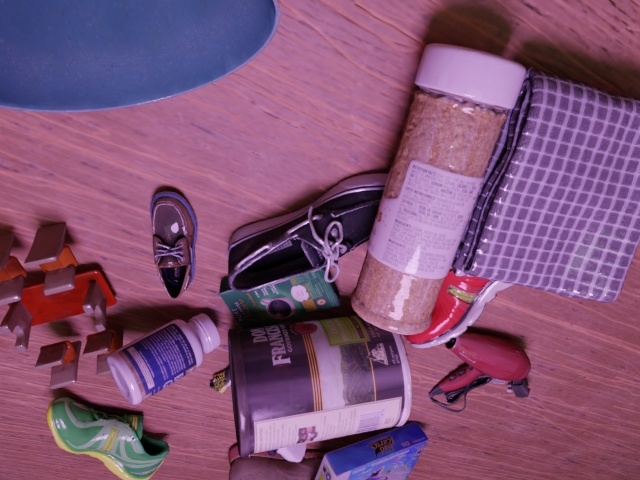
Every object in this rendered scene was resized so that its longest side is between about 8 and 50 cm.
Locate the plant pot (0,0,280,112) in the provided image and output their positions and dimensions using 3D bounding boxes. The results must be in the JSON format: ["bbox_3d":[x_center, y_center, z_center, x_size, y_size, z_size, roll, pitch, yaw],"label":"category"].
[{"bbox_3d":[-0.201,-0.255,0.399,0.290,0.290,0.196,-16,92,7],"label":"plant pot"}]

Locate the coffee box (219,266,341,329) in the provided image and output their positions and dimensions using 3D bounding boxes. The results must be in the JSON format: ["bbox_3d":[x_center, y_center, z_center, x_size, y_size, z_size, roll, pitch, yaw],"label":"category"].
[{"bbox_3d":[-0.069,0.090,0.802,0.184,0.040,0.113,-18,129,8],"label":"coffee box"}]

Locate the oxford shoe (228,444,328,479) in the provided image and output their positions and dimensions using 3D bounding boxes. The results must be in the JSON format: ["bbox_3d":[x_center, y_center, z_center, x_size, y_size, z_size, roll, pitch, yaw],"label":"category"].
[{"bbox_3d":[-0.064,0.604,1.153,0.347,0.130,0.123,14,125,-16],"label":"oxford shoe"}]

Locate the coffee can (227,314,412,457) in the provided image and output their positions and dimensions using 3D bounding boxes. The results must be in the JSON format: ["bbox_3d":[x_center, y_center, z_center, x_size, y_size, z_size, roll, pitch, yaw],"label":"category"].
[{"bbox_3d":[-0.011,0.237,0.796,0.275,0.202,0.202,-4,129,-15],"label":"coffee can"}]

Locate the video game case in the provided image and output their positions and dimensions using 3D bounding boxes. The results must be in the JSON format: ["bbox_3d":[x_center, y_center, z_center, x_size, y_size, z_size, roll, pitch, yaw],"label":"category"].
[{"bbox_3d":[0.106,0.567,1.110,0.269,0.061,0.245,-5,127,-30],"label":"video game case"}]

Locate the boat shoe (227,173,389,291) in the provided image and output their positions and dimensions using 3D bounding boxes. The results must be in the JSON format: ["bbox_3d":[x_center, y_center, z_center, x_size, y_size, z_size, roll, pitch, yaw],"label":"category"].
[{"bbox_3d":[-0.002,-0.003,0.693,0.306,0.105,0.113,-16,128,7],"label":"boat shoe"}]

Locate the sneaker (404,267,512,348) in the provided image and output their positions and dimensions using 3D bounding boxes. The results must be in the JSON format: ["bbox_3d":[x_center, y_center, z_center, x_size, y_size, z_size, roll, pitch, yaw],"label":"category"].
[{"bbox_3d":[0.227,0.063,0.782,0.118,0.107,0.279,35,108,-22],"label":"sneaker"}]

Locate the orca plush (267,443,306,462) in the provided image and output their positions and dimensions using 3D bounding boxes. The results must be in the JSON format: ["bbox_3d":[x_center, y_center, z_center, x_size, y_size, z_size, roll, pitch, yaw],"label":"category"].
[{"bbox_3d":[-0.113,0.353,0.972,0.102,0.151,0.287,5,139,32],"label":"orca plush"}]

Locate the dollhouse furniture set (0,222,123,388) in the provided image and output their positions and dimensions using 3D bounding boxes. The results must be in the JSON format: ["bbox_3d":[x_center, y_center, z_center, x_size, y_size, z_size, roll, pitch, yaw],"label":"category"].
[{"bbox_3d":[-0.474,0.109,0.750,0.258,0.135,0.262,-14,129,-9],"label":"dollhouse furniture set"}]

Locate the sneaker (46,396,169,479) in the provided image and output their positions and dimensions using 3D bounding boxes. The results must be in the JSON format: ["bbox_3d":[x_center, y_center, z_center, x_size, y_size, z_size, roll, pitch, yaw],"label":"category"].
[{"bbox_3d":[-0.448,0.407,0.996,0.123,0.109,0.296,-41,122,-3],"label":"sneaker"}]

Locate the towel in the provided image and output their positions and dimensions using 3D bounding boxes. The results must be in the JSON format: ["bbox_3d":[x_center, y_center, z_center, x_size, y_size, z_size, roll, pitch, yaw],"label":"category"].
[{"bbox_3d":[0.318,-0.060,0.623,0.234,0.121,0.284,9,106,-14],"label":"towel"}]

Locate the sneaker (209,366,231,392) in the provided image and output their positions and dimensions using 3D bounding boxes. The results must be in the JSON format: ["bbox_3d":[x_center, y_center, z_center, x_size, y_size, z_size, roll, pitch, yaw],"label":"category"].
[{"bbox_3d":[-0.202,0.285,0.950,0.035,0.031,0.083,21,124,-20],"label":"sneaker"}]

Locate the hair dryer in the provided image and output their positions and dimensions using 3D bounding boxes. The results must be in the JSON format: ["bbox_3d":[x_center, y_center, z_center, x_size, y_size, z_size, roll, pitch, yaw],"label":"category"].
[{"bbox_3d":[0.324,0.284,0.969,0.223,0.080,0.294,-19,127,11],"label":"hair dryer"}]

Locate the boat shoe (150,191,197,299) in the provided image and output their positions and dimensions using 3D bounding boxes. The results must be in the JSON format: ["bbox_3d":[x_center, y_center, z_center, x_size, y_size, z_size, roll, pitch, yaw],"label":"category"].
[{"bbox_3d":[-0.222,0.013,0.710,0.066,0.066,0.183,-2,129,-4],"label":"boat shoe"}]

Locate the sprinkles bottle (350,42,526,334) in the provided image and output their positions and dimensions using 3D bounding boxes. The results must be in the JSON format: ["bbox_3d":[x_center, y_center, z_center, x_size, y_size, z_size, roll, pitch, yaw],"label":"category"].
[{"bbox_3d":[0.139,-0.056,0.599,0.121,0.121,0.356,10,111,-13],"label":"sprinkles bottle"}]

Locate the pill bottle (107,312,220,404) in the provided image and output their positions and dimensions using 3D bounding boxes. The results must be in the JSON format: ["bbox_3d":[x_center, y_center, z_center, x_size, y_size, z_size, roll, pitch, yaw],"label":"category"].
[{"bbox_3d":[-0.260,0.193,0.789,0.169,0.094,0.094,-28,140,-37],"label":"pill bottle"}]
